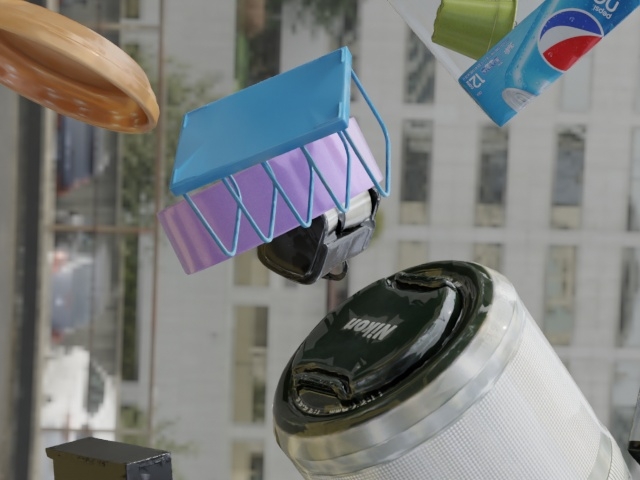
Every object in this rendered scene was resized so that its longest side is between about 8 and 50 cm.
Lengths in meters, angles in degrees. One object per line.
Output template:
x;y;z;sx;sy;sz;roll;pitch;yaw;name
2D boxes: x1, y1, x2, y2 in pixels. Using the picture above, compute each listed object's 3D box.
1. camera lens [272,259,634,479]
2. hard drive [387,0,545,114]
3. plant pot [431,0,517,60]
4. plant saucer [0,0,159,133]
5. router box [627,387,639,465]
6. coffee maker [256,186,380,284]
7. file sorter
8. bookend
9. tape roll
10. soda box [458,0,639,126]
0.110;0.170;1.212;0.274;0.219;0.219;55;14;-21;camera lens
0.247;-0.311;1.733;0.203;0.307;0.040;47;18;-15;hard drive
0.163;-0.230;1.644;0.083;0.079;0.083;-166;-90;-88;plant pot
-0.226;-0.153;1.302;0.200;0.200;0.037;96;17;-77;plant saucer
0.443;0.200;1.260;0.243;0.309;0.081;47;52;-43;router box
0.000;0.000;2.160;0.178;0.120;0.171;-30;118;-58;coffee maker
-0.032;-0.074;1.369;0.104;0.170;0.118;58;21;-32;file sorter
-0.253;0.329;1.842;0.072;0.156;0.157;-9;97;-47;bookend
-0.063;-0.056;1.898;0.275;0.275;0.090;-107;171;-87;tape roll
0.235;-0.204;1.508;0.067;0.210;0.071;48;7;1;soda box
